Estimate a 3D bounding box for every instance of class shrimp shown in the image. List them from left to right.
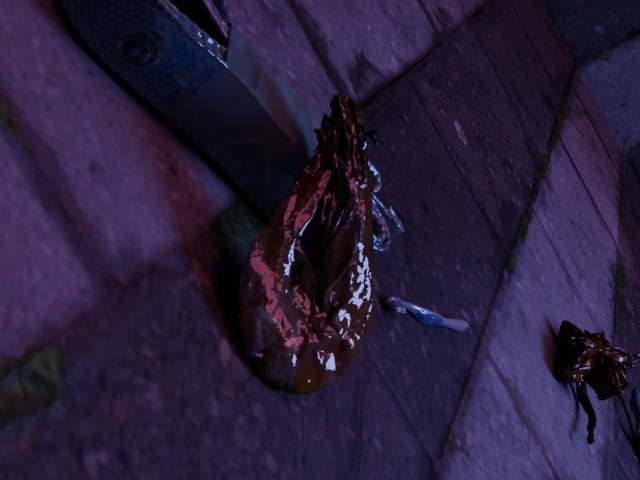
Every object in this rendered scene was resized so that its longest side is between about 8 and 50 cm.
[{"bbox_3d":[0.000,0.000,0.671,0.101,0.042,0.190,19,77,-39],"label":"shrimp"}]

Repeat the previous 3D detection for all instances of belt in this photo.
[{"bbox_3d":[-0.046,-0.086,0.711,0.302,0.072,0.087,46,34,-37],"label":"belt"}]

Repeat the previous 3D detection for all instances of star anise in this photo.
[{"bbox_3d":[0.308,0.159,1.238,0.097,0.070,0.191,33,28,-2],"label":"star anise"}]

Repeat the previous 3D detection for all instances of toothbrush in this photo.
[{"bbox_3d":[0.093,0.063,0.932,0.017,0.014,0.162,57,18,24],"label":"toothbrush"}]

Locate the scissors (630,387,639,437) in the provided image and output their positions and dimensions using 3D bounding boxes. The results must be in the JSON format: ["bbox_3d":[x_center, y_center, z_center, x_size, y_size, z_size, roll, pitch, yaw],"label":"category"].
[{"bbox_3d":[0.435,0.315,1.367,0.138,0.041,0.289,58,21,-32],"label":"scissors"}]
